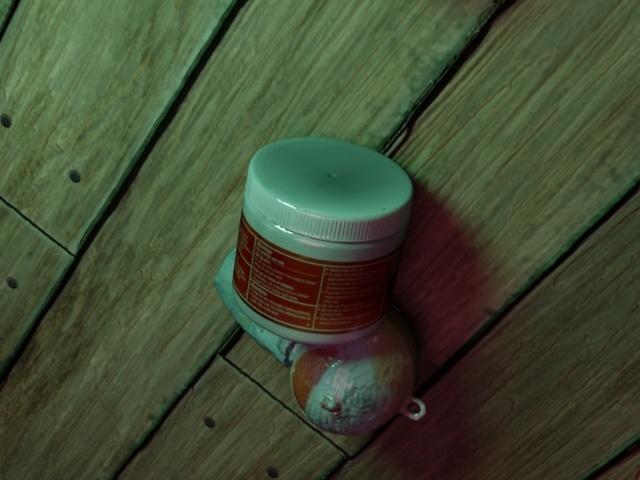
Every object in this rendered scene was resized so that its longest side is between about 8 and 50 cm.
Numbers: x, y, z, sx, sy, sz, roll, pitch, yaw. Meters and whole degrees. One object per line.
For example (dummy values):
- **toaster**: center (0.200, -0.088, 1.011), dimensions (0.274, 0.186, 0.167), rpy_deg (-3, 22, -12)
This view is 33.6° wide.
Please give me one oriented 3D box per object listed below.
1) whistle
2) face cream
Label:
- **whistle**: center (-0.010, 0.135, 1.399), dimensions (0.348, 0.189, 0.189), rpy_deg (35, 126, 15)
- **face cream**: center (0.000, 0.000, 1.289), dimensions (0.201, 0.201, 0.187), rpy_deg (18, 122, 13)
